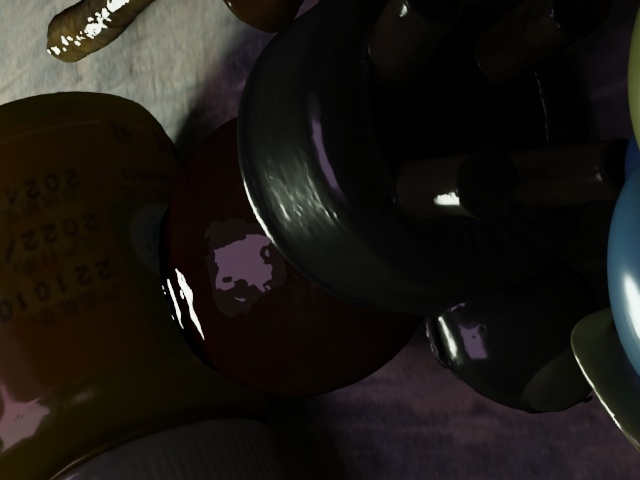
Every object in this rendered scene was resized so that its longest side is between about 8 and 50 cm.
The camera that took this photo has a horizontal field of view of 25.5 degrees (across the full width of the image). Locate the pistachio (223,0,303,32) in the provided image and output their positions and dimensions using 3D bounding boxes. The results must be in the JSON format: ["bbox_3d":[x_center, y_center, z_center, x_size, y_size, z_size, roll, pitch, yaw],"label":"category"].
[{"bbox_3d":[-0.034,-0.216,0.807,0.110,0.100,0.189,-132,25,-79],"label":"pistachio"}]

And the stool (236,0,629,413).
[{"bbox_3d":[0.073,-0.037,0.644,0.228,0.153,0.139,41,153,-17],"label":"stool"}]

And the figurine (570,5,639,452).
[{"bbox_3d":[0.168,-0.003,0.450,0.180,0.154,0.262,37,151,18],"label":"figurine"}]

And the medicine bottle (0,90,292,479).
[{"bbox_3d":[-0.149,0.103,0.998,0.384,0.224,0.224,65,149,25],"label":"medicine bottle"}]

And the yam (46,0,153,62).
[{"bbox_3d":[-0.142,-0.186,1.067,0.045,0.045,0.327,43,158,-18],"label":"yam"}]

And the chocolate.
[{"bbox_3d":[0.000,0.000,0.781,0.177,0.176,0.177,32,127,54],"label":"chocolate"}]
